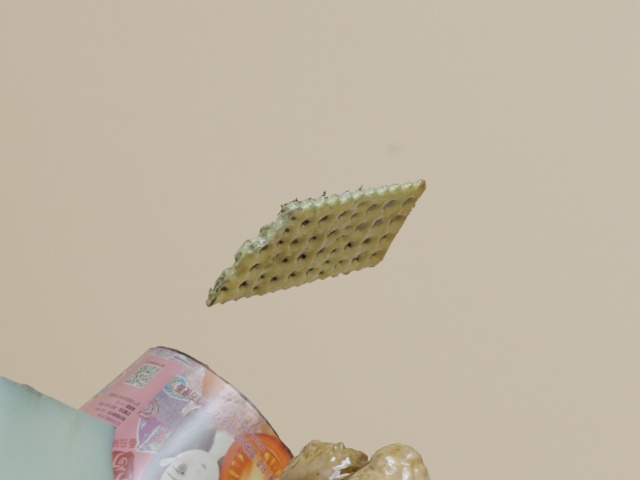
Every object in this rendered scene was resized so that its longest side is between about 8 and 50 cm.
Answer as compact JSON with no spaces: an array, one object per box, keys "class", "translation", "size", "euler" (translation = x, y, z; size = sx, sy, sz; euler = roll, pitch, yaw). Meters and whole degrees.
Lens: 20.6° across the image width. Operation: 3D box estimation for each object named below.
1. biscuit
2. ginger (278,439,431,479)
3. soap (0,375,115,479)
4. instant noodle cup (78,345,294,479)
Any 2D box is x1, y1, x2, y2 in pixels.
[{"class":"biscuit","translation":[0.000,-0.001,1.643],"size":[0.203,0.016,0.144],"euler":[-11,-33,-35]},{"class":"ginger","translation":[0.011,0.242,1.162],"size":[0.123,0.219,0.270],"euler":[-3,-10,-29]},{"class":"soap","translation":[-0.199,0.219,0.777],"size":[0.193,0.324,0.109],"euler":[-1,-25,45]},{"class":"instant noodle cup","translation":[-0.163,0.240,1.557],"size":[0.231,0.243,0.243],"euler":[-45,-14,-26]}]
